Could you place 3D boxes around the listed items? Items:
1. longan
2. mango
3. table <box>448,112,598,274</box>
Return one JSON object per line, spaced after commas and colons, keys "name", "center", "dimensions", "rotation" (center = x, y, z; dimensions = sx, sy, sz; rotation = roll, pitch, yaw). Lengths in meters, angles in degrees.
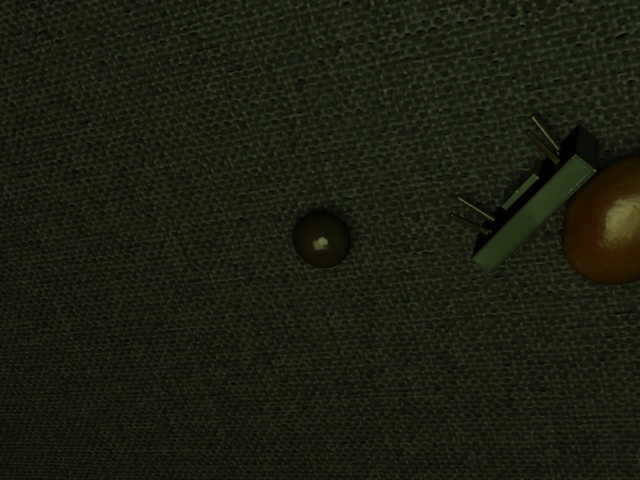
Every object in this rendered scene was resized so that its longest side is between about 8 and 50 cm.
{"name": "longan", "center": [0.000, 0.000, 1.469], "dimensions": [0.106, 0.106, 0.119], "rotation": [37, 166, -3]}
{"name": "mango", "center": [0.476, -0.041, 1.243], "dimensions": [0.175, 0.139, 0.254], "rotation": [39, 117, -18]}
{"name": "table", "center": [0.307, -0.083, 1.289], "dimensions": [0.111, 0.122, 0.240], "rotation": [37, 123, -3]}
